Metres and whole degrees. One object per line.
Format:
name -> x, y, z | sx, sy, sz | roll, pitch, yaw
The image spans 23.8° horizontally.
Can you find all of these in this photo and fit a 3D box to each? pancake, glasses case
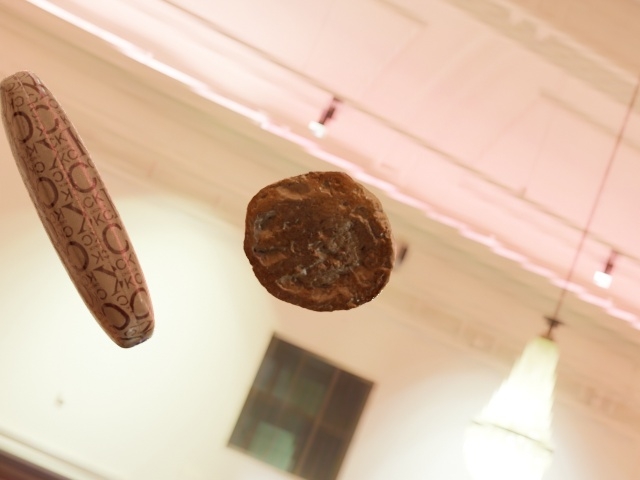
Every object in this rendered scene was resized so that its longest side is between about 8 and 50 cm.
pancake -> 0.000, 0.001, 1.423 | 0.151, 0.025, 0.151 | 5, -60, 9
glasses case -> -0.290, -0.036, 1.809 | 0.355, 0.085, 0.137 | 64, -16, 5
